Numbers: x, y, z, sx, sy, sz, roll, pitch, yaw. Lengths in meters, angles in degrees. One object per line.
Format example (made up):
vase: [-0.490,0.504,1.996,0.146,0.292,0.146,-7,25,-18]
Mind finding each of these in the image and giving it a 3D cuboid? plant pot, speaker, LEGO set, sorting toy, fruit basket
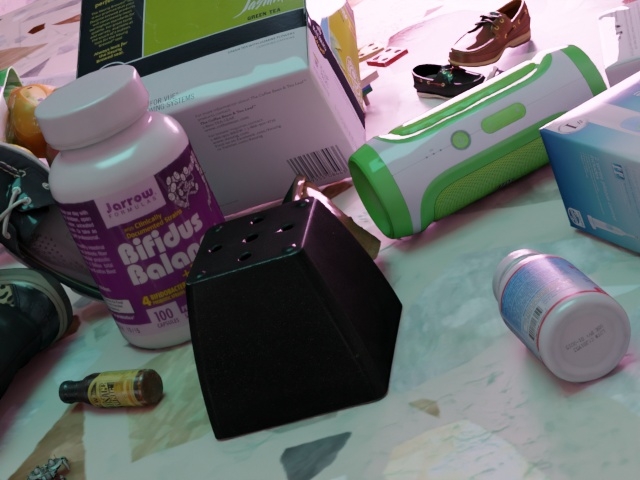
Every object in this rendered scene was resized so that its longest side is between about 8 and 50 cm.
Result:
plant pot: [-0.040,0.067,1.666,0.187,0.167,0.188,-17,25,17]
speaker: [0.186,-0.115,1.893,0.296,0.131,0.131,-28,24,-9]
LEGO set: [-0.290,0.246,1.692,0.054,0.023,0.083,-14,25,21]
sorting toy: [0.010,-0.201,2.335,0.274,0.046,0.132,-36,26,-26]
fruit basket: [-0.390,-0.138,2.362,0.353,0.165,0.327,-7,50,19]

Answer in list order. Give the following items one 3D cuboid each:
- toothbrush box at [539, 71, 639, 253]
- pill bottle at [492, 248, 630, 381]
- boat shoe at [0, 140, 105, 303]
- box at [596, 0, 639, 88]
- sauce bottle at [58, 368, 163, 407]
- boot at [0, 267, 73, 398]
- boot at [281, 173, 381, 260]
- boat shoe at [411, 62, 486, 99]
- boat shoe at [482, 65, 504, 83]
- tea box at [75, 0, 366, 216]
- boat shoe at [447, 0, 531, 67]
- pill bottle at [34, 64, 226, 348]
toothbrush box: [0.396,-0.081,1.628,0.216,0.126,0.295,-29,25,-16]
pill bottle: [0.219,0.064,1.530,0.087,0.087,0.160,-26,24,-6]
boat shoe: [-0.345,-0.026,2.001,0.114,0.302,0.091,-59,13,14]
box: [0.422,-0.206,1.874,0.182,0.119,0.181,-18,24,15]
sauce bottle: [-0.232,0.164,1.795,0.128,0.042,0.042,-9,27,35]
boot: [-0.503,0.163,1.931,0.377,0.138,0.284,-9,24,15]
boot: [0.000,0.000,1.893,0.115,0.112,0.305,16,12,-7]
boat shoe: [0.175,-0.219,2.230,0.049,0.042,0.133,-36,28,-31]
boat shoe: [0.223,-0.160,2.064,0.065,0.075,0.206,24,26,0]
tea box: [-0.131,-0.222,2.168,0.329,0.220,0.323,-16,49,15]
boat shoe: [0.232,-0.287,2.252,0.064,0.060,0.178,20,35,32]
pill bottle: [-0.208,-0.041,1.876,0.169,0.301,0.169,-20,24,9]
